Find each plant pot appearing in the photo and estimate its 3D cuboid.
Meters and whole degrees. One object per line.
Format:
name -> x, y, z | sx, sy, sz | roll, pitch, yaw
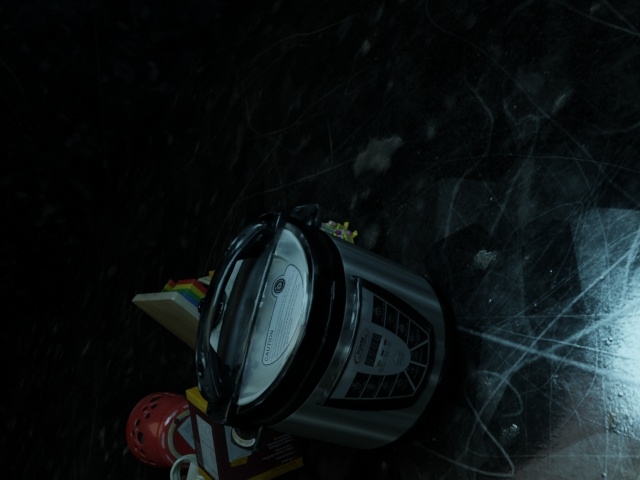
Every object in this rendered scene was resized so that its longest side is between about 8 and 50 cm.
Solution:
plant pot -> -0.378, 0.493, 1.737 | 0.174, 0.191, 0.191 | -6, 66, 50

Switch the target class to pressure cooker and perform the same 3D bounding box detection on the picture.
pressure cooker -> -0.024, 0.170, 1.211 | 0.375, 0.420, 0.370 | -48, 37, 25

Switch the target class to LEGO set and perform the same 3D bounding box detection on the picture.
LEGO set -> 0.000, 0.000, 1.565 | 0.132, 0.107, 0.287 | -55, 35, 18

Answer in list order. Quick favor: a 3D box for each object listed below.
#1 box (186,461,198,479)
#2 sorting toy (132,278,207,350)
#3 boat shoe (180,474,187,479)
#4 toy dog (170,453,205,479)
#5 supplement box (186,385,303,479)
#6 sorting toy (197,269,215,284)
box -> -0.255, 0.579, 1.587 | 0.087, 0.101, 0.102 | -18, 55, 51
sorting toy -> -0.335, 0.200, 1.809 | 0.255, 0.257, 0.089 | -8, 44, 52
boat shoe -> -0.341, 0.675, 1.714 | 0.056, 0.048, 0.153 | -8, 70, 39
toy dog -> -0.212, 0.612, 1.434 | 0.161, 0.220, 0.333 | 126, 146, -67
supplement box -> -0.156, 0.392, 1.414 | 0.129, 0.191, 0.194 | 12, 111, 56
sorting toy -> -0.190, 0.085, 1.720 | 0.208, 0.193, 0.038 | 2, 103, 57
